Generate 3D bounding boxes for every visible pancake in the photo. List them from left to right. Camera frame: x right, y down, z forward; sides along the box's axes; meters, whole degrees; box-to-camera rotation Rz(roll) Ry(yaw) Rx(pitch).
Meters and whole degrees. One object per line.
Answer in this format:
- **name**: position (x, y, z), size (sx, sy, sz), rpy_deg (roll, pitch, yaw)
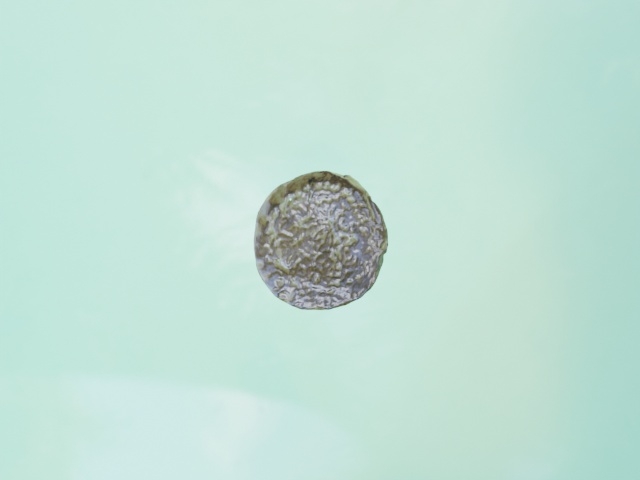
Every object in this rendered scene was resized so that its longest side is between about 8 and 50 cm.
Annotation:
- **pancake**: position (0.000, 0.000, 1.505), size (0.115, 0.115, 0.011), rpy_deg (69, -165, 16)
